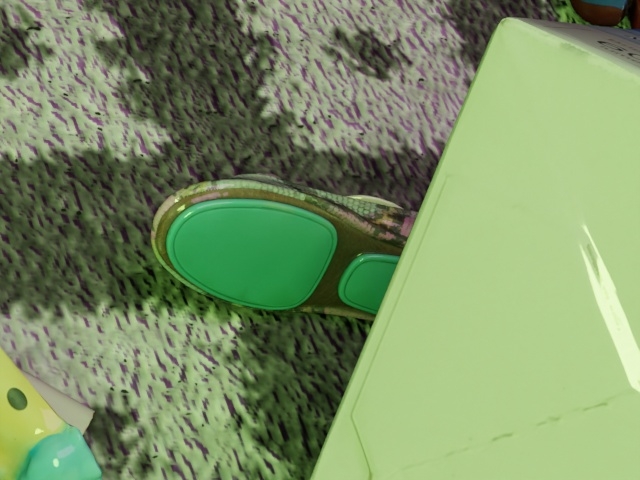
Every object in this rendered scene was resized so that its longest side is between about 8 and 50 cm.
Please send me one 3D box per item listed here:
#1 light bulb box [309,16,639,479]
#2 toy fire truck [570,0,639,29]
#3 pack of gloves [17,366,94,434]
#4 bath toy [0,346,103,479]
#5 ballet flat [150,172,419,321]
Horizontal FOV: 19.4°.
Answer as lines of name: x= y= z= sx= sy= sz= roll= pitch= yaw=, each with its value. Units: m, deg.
light bulb box: x=0.246 y=0.071 z=0.840 sx=0.358 sy=0.225 sz=0.361 roll=28 pitch=16 yaw=20
toy fire truck: x=0.296 y=-0.207 z=1.317 sx=0.254 sy=0.169 sz=0.302 roll=2 pitch=50 yaw=0
pack of gloves: x=-0.232 y=0.076 z=0.828 sx=0.232 sy=0.046 sz=0.195 roll=32 pitch=44 yaw=-5
bath toy: x=-0.238 y=0.161 z=0.667 sx=0.129 sy=0.151 sz=0.348 roll=39 pitch=51 yaw=13
ballet flat: x=0.000 y=0.000 z=1.020 sx=0.221 sy=0.077 sz=0.079 roll=12 pitch=32 yaw=-29
